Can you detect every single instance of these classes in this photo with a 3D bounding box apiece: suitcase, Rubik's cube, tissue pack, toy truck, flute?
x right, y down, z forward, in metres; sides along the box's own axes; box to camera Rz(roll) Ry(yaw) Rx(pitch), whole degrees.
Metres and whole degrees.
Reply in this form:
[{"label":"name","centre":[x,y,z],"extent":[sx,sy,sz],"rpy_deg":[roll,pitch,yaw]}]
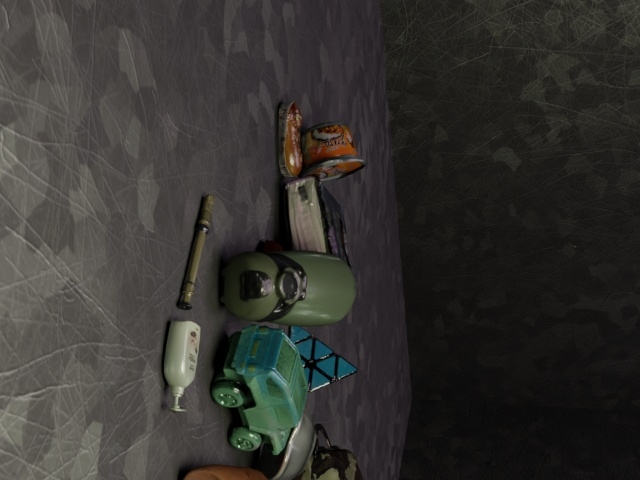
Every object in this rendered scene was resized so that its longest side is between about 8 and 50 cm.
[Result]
[{"label":"suitcase","centre":[0.001,0.633,2.149],"extent":[0.351,0.194,0.339],"rpy_deg":[44,26,-73]},{"label":"Rubik's cube","centre":[0.012,0.333,2.224],"extent":[0.190,0.178,0.211],"rpy_deg":[61,34,-70]},{"label":"tissue pack","centre":[0.000,0.000,2.198],"extent":[0.361,0.122,0.259],"rpy_deg":[42,38,-73]},{"label":"toy truck","centre":[-0.115,0.302,1.728],"extent":[0.155,0.156,0.279],"rpy_deg":[-75,159,-45]},{"label":"flute","centre":[-0.220,0.017,1.545],"extent":[0.027,0.027,0.233],"rpy_deg":[69,26,-57]}]

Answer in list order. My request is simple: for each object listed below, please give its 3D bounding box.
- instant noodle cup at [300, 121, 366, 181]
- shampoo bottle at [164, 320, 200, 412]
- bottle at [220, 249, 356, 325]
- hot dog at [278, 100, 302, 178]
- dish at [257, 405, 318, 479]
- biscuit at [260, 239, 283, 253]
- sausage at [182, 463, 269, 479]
[{"label":"instant noodle cup","centre":[0.024,-0.241,2.285],"extent":[0.208,0.177,0.125],"rpy_deg":[126,-46,-78]},{"label":"shampoo bottle","centre":[-0.237,0.213,1.447],"extent":[0.077,0.045,0.152],"rpy_deg":[60,34,-66]},{"label":"bottle","centre":[-0.071,0.098,1.773],"extent":[0.347,0.168,0.168],"rpy_deg":[8,83,-60]},{"label":"hot dog","centre":[-0.071,-0.245,2.097],"extent":[0.108,0.059,0.191],"rpy_deg":[-33,121,-79]},{"label":"dish","centre":[-0.061,0.453,1.885],"extent":[0.229,0.081,0.229],"rpy_deg":[-60,-166,25]},{"label":"biscuit","centre":[-0.113,0.093,1.959],"extent":[0.192,0.049,0.192],"rpy_deg":[-4,90,-81]},{"label":"sausage","centre":[-0.163,0.482,1.605],"extent":[0.304,0.121,0.121],"rpy_deg":[51,42,-68]}]
